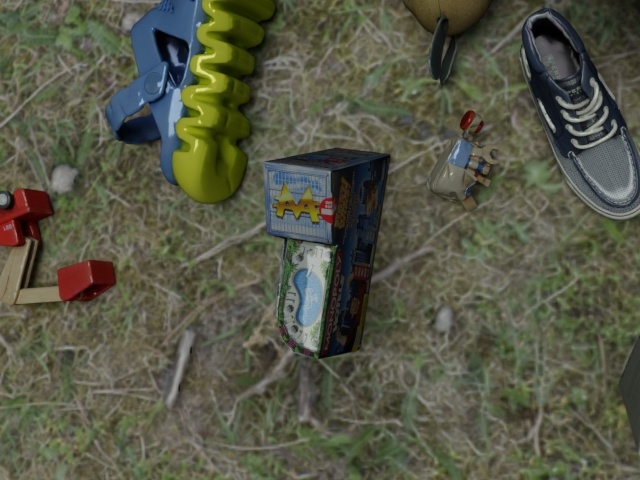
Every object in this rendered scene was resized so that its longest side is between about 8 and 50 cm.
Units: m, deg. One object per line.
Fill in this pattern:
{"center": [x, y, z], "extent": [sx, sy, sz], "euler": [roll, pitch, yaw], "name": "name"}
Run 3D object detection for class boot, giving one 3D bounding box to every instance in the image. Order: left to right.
{"center": [0.223, -0.106, 0.738], "extent": [0.069, 0.086, 0.190], "euler": [-30, 78, 12], "name": "boot"}

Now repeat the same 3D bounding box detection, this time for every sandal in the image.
{"center": [-0.128, -0.202, 0.837], "extent": [0.138, 0.126, 0.317], "euler": [13, 88, 21], "name": "sandal"}

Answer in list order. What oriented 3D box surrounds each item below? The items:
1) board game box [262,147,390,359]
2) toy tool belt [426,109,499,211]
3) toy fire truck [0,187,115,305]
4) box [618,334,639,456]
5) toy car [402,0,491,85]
{"center": [0.000, 0.000, 0.740], "extent": [0.060, 0.194, 0.194], "euler": [8, 87, 17], "name": "board game box"}
{"center": [0.138, -0.072, 0.787], "extent": [0.051, 0.052, 0.083], "euler": [26, 97, -14], "name": "toy tool belt"}
{"center": [-0.324, 0.018, 0.912], "extent": [0.192, 0.047, 0.135], "euler": [-20, 81, 15], "name": "toy fire truck"}
{"center": [0.324, 0.136, 0.565], "extent": [0.232, 0.322, 0.058], "euler": [21, 95, 17], "name": "box"}
{"center": [0.094, -0.234, 0.764], "extent": [0.149, 0.155, 0.188], "euler": [-3, 97, 16], "name": "toy car"}
